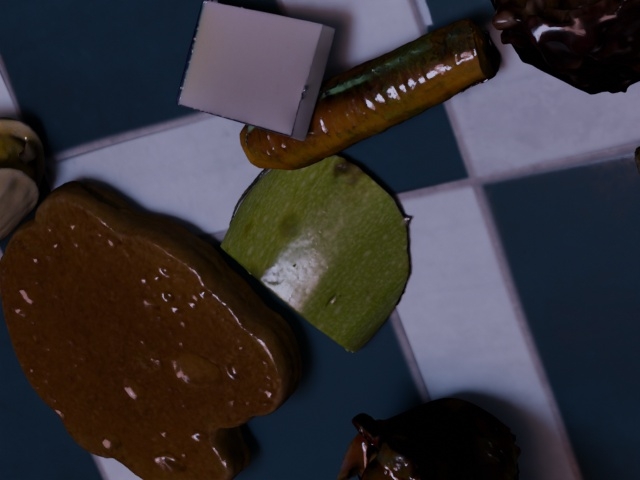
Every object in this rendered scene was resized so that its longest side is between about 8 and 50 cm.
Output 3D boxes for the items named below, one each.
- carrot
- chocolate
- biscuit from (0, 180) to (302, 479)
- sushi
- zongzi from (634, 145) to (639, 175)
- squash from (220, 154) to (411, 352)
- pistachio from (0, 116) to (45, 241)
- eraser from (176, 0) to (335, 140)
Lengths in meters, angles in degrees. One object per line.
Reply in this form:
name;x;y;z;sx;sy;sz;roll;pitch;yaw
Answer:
carrot;0.038;-0.125;1.020;0.260;0.070;0.070;-21;102;34
chocolate;0.191;-0.194;0.821;0.224;0.177;0.206;-19;103;35
biscuit;-0.190;0.114;1.271;0.381;0.074;0.359;8;119;25
sushi;0.103;0.263;1.070;0.215;0.227;0.212;12;120;26
zongzi;0.302;0.032;0.936;0.176;0.078;0.160;34;127;25
squash;-0.012;0.012;1.104;0.192;0.085;0.184;36;128;9
pistachio;-0.395;-0.045;1.272;0.229;0.157;0.157;-31;95;29
eraser;-0.061;-0.156;1.043;0.150;0.023;0.104;20;97;37
